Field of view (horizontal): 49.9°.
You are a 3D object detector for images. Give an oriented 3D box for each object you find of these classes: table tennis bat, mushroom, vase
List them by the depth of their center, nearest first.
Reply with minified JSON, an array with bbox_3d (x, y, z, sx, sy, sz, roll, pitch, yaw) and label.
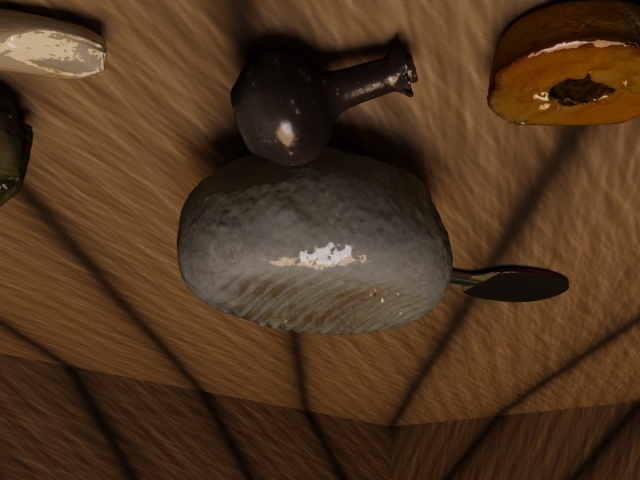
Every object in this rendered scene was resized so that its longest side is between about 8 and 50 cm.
[{"bbox_3d":[-0.312,-0.196,0.659,0.209,0.071,0.084,5,125,-13],"label":"mushroom"},{"bbox_3d":[0.007,-0.146,0.690,0.183,0.120,0.120,-15,154,7],"label":"vase"},{"bbox_3d":[0.317,0.080,1.282,0.301,0.022,0.173,10,157,-18],"label":"table tennis bat"}]

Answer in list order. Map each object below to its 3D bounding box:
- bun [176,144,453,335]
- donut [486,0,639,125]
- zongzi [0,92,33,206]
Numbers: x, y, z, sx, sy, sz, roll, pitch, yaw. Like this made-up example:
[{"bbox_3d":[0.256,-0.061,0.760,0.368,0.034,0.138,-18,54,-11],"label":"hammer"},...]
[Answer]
[{"bbox_3d":[0.000,0.000,0.892,0.362,0.211,0.362,3,154,1],"label":"bun"},{"bbox_3d":[0.250,-0.167,0.659,0.178,0.065,0.162,2,162,0],"label":"donut"},{"bbox_3d":[-0.499,-0.153,0.688,0.323,0.160,0.360,-4,150,3],"label":"zongzi"}]
